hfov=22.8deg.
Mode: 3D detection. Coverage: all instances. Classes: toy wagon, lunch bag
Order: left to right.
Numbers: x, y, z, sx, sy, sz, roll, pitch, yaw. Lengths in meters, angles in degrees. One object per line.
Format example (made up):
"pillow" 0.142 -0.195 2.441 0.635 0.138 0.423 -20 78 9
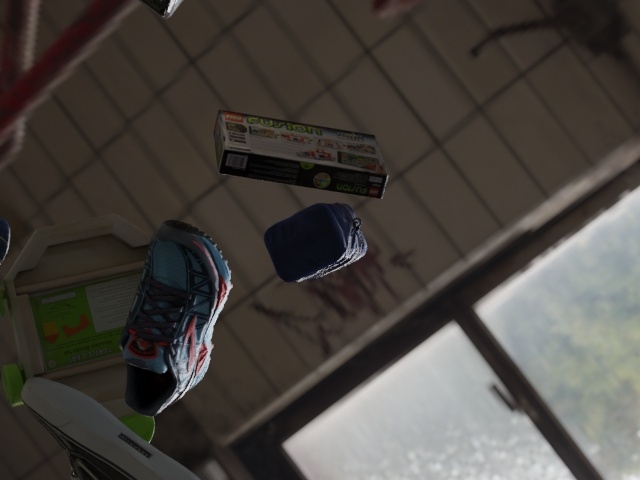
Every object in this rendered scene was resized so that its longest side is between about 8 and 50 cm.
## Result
"toy wagon" -0.290 0.144 2.092 0.267 0.344 0.068 -12 176 -19
"lunch bag" 0.000 0.000 1.659 0.098 0.067 0.065 -24 171 25

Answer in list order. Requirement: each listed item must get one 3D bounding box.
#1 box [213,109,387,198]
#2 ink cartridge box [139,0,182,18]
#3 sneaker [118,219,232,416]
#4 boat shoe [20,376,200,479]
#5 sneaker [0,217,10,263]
"box" -0.026 -0.108 1.974 0.114 0.207 0.036 -102 -156 -59
"ink cartridge box" -0.110 -0.393 1.502 0.371 0.176 0.069 -55 180 -27
"sneaker" -0.177 0.102 1.864 0.125 0.104 0.261 -51 154 -52
"boat shoe" -0.225 0.223 1.624 0.070 0.219 0.078 -57 170 13
"sneaker" -0.375 0.026 1.709 0.135 0.052 0.058 -54 -171 16
